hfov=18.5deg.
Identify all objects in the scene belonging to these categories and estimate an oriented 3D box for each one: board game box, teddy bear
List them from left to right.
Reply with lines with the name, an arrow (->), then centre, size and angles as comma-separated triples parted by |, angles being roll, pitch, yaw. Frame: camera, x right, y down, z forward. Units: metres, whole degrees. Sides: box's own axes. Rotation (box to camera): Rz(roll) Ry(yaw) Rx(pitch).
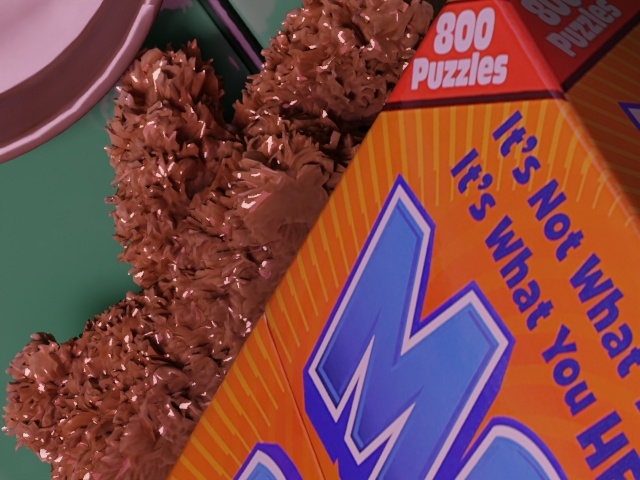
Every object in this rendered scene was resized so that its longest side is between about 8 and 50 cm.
teddy bear -> 0.000, 0.000, 0.918 | 0.245, 0.113, 0.338 | 16, 104, -13
board game box -> 0.178, 0.169, 0.740 | 0.356, 0.356, 0.356 | 8, 130, -30

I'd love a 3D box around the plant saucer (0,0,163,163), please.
plant saucer -> -0.198, -0.161, 0.870 | 0.278, 0.041, 0.277 | 1, 112, 3
